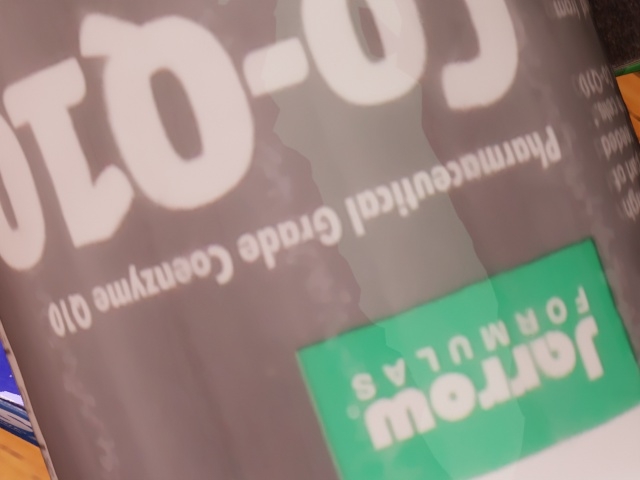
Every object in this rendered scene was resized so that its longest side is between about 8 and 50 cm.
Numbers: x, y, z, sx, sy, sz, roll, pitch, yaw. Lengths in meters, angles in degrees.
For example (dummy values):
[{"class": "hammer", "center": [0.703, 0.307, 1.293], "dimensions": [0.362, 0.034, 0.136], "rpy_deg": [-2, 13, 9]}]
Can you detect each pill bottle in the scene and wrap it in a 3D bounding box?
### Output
[{"class": "pill bottle", "center": [0.000, 0.000, 0.563], "dimensions": [0.204, 0.204, 0.361], "rpy_deg": [-22, 92, -26]}]

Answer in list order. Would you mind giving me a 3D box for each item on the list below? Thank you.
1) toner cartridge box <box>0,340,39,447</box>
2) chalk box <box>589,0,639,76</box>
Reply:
[{"class": "toner cartridge box", "center": [0.039, 0.063, 0.728], "dimensions": [0.347, 0.075, 0.165], "rpy_deg": [31, 73, -19]}, {"class": "chalk box", "center": [0.225, -0.189, 0.726], "dimensions": [0.179, 0.289, 0.180], "rpy_deg": [-17, 92, -26]}]
